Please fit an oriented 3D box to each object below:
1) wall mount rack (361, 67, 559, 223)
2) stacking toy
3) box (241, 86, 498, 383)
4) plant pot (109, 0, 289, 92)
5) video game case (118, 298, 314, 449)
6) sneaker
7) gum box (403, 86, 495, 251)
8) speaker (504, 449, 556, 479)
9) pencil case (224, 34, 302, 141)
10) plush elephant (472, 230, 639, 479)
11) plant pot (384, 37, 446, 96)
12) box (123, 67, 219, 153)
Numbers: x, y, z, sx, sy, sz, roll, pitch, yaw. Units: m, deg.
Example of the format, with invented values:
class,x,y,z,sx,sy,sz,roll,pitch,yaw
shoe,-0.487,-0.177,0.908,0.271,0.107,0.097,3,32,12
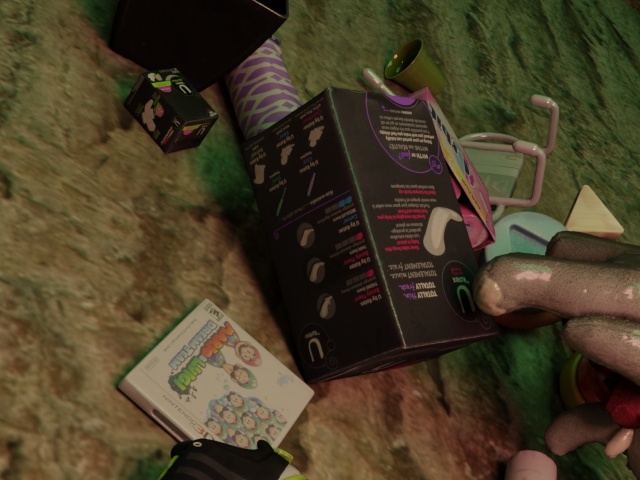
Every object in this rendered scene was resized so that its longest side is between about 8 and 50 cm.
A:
class,x,y,z,sx,sy,sz,roll,pitch,yaw
wall mount rack,0.179,-0.145,1.461,0.304,0.130,0.350,8,28,15
stacking toy,0.363,0.053,1.282,0.279,0.130,0.309,-38,75,-26
box,0.050,-0.004,1.056,0.165,0.143,0.270,-1,70,-46
plant pot,-0.160,-0.299,1.250,0.188,0.167,0.187,25,36,-21
video game case,-0.090,0.137,0.928,0.143,0.019,0.157,41,32,1
sneaker,-0.106,0.205,0.781,0.235,0.084,0.097,2,38,-46
gum box,0.141,-0.084,1.220,0.188,0.062,0.107,54,23,-30
speaker,0.211,0.277,1.030,0.055,0.055,0.136,36,32,-7
pencil case,-0.063,-0.167,1.272,0.088,0.086,0.206,41,24,-48
plush elephant,0.334,0.145,1.036,0.330,0.255,0.272,10,12,23
plant pot,0.160,-0.270,1.634,0.079,0.083,0.083,38,30,-25
box,-0.171,-0.150,1.163,0.083,0.052,0.062,49,34,13
